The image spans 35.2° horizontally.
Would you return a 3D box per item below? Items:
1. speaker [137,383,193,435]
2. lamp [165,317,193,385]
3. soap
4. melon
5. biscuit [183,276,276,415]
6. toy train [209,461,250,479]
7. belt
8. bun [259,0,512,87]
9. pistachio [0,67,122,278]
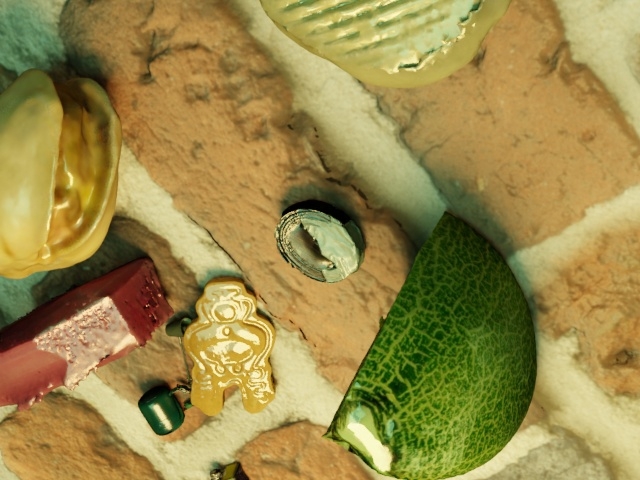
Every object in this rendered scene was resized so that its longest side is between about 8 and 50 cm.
[{"bbox_3d":[-0.251,0.275,1.690,0.094,0.060,0.075,-31,108,-9],"label":"speaker"},{"bbox_3d":[-0.218,0.181,1.639,0.054,0.041,0.121,-10,113,34],"label":"lamp"},{"bbox_3d":[-0.404,0.156,1.578,0.325,0.220,0.127,-26,98,27],"label":"soap"},{"bbox_3d":[0.152,0.171,1.355,0.226,0.343,0.331,-7,117,24],"label":"melon"},{"bbox_3d":[-0.142,0.171,1.592,0.144,0.040,0.236,-4,113,-4],"label":"biscuit"},{"bbox_3d":[-0.123,0.472,1.747,0.081,0.060,0.202,-23,108,18],"label":"toy train"},{"bbox_3d":[0.000,0.000,1.468,0.140,0.058,0.105,36,115,0],"label":"belt"},{"bbox_3d":[0.086,-0.358,1.176,0.360,0.211,0.359,7,110,20],"label":"bun"},{"bbox_3d":[-0.401,-0.086,1.448,0.238,0.229,0.321,41,117,32],"label":"pistachio"}]
